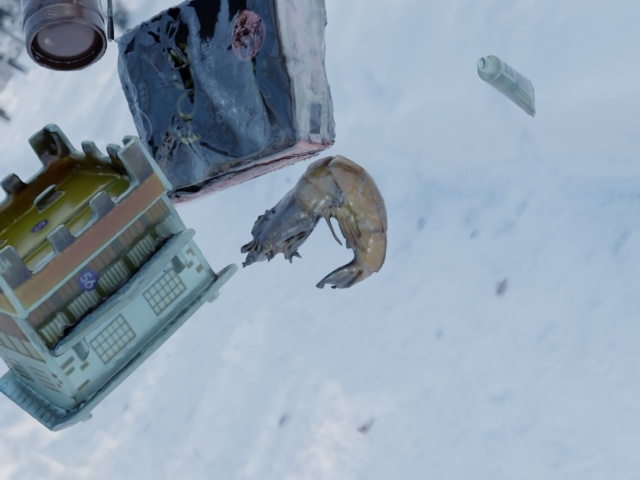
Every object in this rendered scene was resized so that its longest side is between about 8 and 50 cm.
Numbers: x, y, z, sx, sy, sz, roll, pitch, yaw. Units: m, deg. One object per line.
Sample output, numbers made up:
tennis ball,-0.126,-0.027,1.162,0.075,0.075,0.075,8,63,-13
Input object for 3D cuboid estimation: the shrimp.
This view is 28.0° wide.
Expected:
shrimp,0.005,-0.004,1.857,0.289,0.178,0.075,-43,-4,36

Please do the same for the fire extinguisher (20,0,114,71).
fire extinguisher,-0.319,-0.363,1.596,0.105,0.141,0.341,-27,55,21

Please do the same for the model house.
model house,-0.225,0.029,1.204,0.198,0.215,0.224,13,49,47

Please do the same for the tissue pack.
tissue pack,-0.125,-0.187,1.614,0.332,0.123,0.245,-16,77,47

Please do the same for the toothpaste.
toothpaste,0.230,-0.194,1.569,0.031,0.204,0.049,-8,80,25
